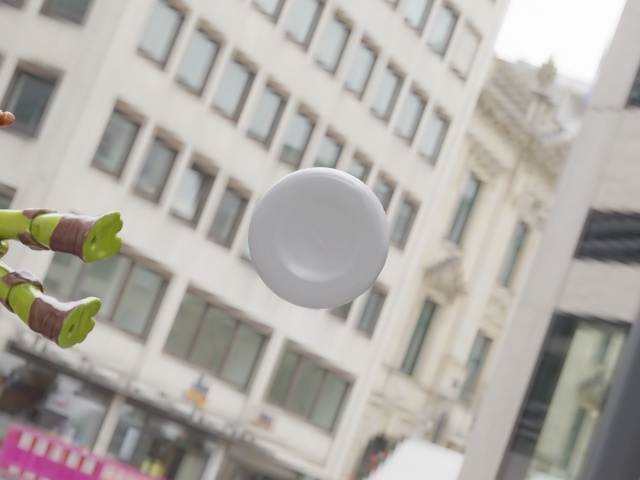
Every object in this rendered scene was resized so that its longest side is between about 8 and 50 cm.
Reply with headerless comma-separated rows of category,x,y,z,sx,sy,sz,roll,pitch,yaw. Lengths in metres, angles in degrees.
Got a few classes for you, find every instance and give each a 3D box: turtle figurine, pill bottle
turtle figurine,-0.265,-0.015,1.265,0.217,0.270,0.087,19,-7,20
pill bottle,0.000,0.000,1.034,0.086,0.086,0.152,20,-1,1
